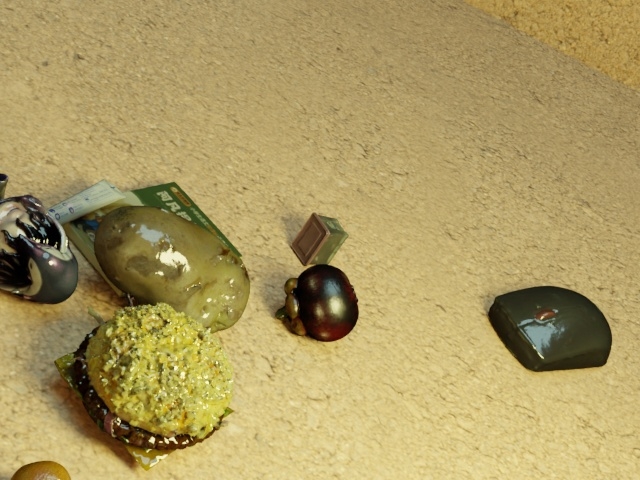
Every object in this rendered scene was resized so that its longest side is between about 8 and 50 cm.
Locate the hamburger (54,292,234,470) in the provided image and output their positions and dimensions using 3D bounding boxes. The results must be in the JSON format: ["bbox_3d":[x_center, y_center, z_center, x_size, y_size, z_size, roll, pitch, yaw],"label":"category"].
[{"bbox_3d":[-0.231,0.180,1.700,0.261,0.139,0.243,39,34,12],"label":"hamburger"}]

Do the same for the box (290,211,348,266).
[{"bbox_3d":[0.000,0.000,2.175,0.063,0.085,0.060,5,39,-46],"label":"box"}]

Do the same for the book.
[{"bbox_3d":[-0.282,-0.007,2.011,0.264,0.027,0.202,-15,53,-47],"label":"book"}]

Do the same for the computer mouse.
[{"bbox_3d":[0.454,0.158,2.300,0.269,0.100,0.170,-2,42,-39],"label":"computer mouse"}]

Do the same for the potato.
[{"bbox_3d":[-0.224,0.039,1.852,0.262,0.165,0.165,42,28,-23],"label":"potato"}]

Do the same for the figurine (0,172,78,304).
[{"bbox_3d":[-0.448,0.012,1.785,0.222,0.145,0.145,35,32,27],"label":"figurine"}]

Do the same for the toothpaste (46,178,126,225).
[{"bbox_3d":[-0.387,-0.054,1.942,0.052,0.033,0.218,38,32,10],"label":"toothpaste"}]

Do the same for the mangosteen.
[{"bbox_3d":[-0.007,0.106,2.006,0.140,0.140,0.140,20,34,-15],"label":"mangosteen"}]

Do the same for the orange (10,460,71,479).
[{"bbox_3d":[-0.344,0.309,1.497,0.085,0.085,0.085,20,34,-15],"label":"orange"}]
